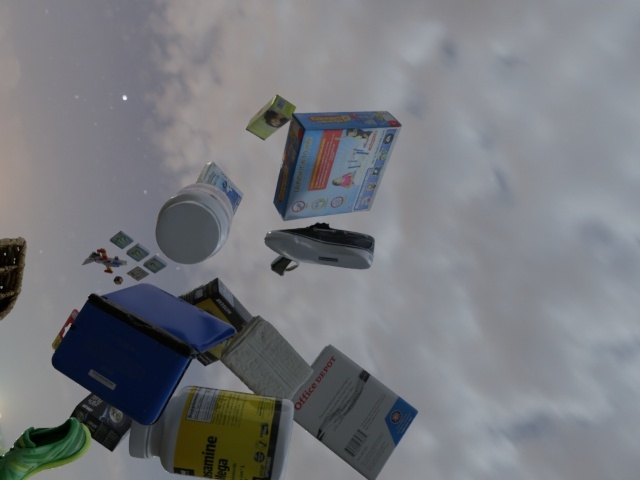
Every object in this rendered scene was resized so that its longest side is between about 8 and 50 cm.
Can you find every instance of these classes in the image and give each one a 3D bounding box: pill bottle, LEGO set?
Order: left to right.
[{"bbox_3d":[-0.639,0.080,1.640,0.244,0.060,0.182,-26,-55,36],"label":"LEGO set"},{"bbox_3d":[-0.273,-0.040,1.112,0.265,0.153,0.153,-118,-158,-76],"label":"pill bottle"},{"bbox_3d":[-0.234,0.427,1.123,0.188,0.334,0.188,-172,-90,-88],"label":"pill bottle"}]

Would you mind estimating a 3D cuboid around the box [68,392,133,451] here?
[{"bbox_3d":[-0.713,0.588,1.691,0.180,0.147,0.077,35,-76,1],"label":"box"}]

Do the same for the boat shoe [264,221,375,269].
[{"bbox_3d":[0.000,0.000,1.387,0.108,0.301,0.102,85,16,-59],"label":"boat shoe"}]

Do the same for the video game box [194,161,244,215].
[{"bbox_3d":[-0.382,-0.152,1.847,0.048,0.205,0.187,-10,-43,36],"label":"video game box"}]

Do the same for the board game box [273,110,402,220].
[{"bbox_3d":[0.041,-0.211,1.439,0.086,0.302,0.308,58,-35,38],"label":"board game box"}]

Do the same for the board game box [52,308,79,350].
[{"bbox_3d":[-0.593,0.305,1.348,0.039,0.124,0.259,-11,-50,21],"label":"board game box"}]

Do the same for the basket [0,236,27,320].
[{"bbox_3d":[-0.891,0.133,1.279,0.299,0.223,0.213,-37,105,-84],"label":"basket"}]

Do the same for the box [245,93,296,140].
[{"bbox_3d":[-0.179,-0.431,1.793,0.232,0.087,0.058,-17,-131,60],"label":"box"}]

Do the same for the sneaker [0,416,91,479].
[{"bbox_3d":[-0.719,0.516,1.224,0.109,0.295,0.123,30,-47,48],"label":"sneaker"}]

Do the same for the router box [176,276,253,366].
[{"bbox_3d":[-0.381,0.291,1.767,0.309,0.243,0.081,58,9,-42],"label":"router box"}]

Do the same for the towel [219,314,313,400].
[{"bbox_3d":[-0.164,0.384,1.569,0.282,0.187,0.049,52,-24,-18],"label":"towel"}]

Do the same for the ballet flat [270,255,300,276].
[{"bbox_3d":[-0.080,0.046,1.611,0.068,0.072,0.213,40,-50,-10],"label":"ballet flat"}]

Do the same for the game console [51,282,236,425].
[{"bbox_3d":[-0.385,0.235,1.128,0.293,0.250,0.173,23,-15,20],"label":"game console"}]

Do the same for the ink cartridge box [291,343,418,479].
[{"bbox_3d":[0.096,0.603,1.804,0.395,0.285,0.166,37,-17,8],"label":"ink cartridge box"}]
